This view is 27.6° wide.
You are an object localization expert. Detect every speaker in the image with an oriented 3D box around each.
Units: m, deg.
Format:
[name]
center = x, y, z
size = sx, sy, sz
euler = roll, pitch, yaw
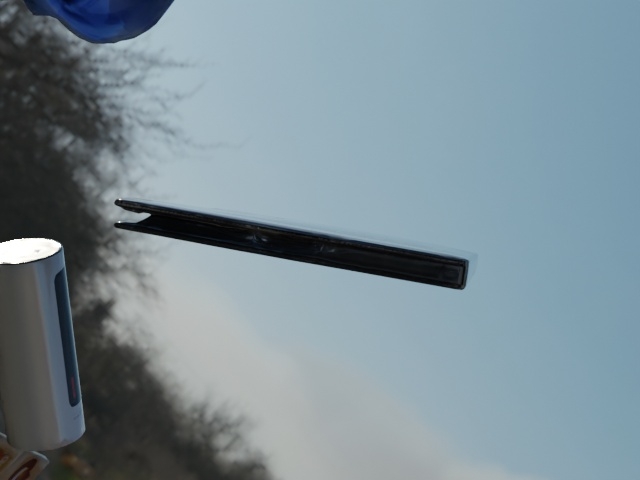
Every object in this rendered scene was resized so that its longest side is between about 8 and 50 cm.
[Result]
[speaker]
center = -0.193, 0.071, 0.876
size = 0.055, 0.055, 0.136
euler = 25, -57, 58

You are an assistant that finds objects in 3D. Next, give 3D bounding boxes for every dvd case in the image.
[dvd case]
center = 0.000, 0.000, 0.693
size = 0.164, 0.018, 0.221
euler = 10, 2, 8

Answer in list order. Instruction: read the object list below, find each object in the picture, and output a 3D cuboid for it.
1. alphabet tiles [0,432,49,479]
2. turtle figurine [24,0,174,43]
[alphabet tiles]
center = -0.310, 0.235, 0.962
size = 0.009, 0.237, 0.198
euler = 38, -7, 29
[turtle figurine]
center = -0.106, -0.233, 0.436
size = 0.274, 0.266, 0.198
euler = 35, -40, -25
